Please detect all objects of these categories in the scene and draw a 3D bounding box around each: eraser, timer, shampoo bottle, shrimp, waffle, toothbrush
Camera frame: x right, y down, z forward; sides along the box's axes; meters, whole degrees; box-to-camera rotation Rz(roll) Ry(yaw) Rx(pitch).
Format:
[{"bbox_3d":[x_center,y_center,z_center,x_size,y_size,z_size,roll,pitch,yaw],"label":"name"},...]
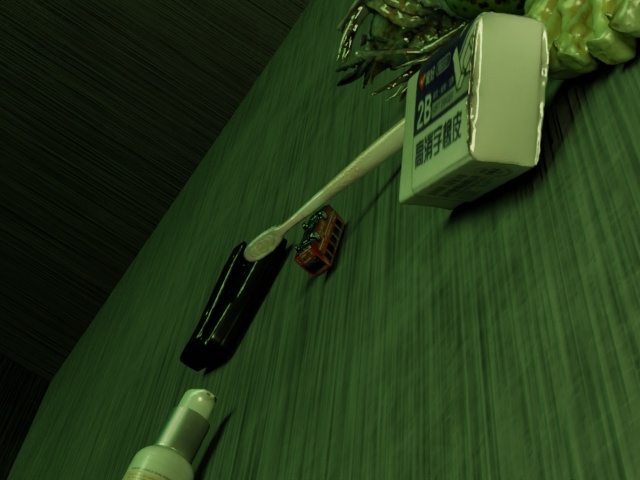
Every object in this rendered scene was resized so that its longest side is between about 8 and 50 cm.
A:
[{"bbox_3d":[0.123,-0.103,1.335,0.210,0.068,0.124,145,130,-74],"label":"eraser"},{"bbox_3d":[-0.119,0.078,2.086,0.187,0.055,0.144,-61,10,-21],"label":"timer"},{"bbox_3d":[-0.173,0.252,1.761,0.074,0.074,0.192,-43,19,55],"label":"shampoo bottle"},{"bbox_3d":[0.092,-0.259,1.776,0.372,0.172,0.137,-38,26,43],"label":"shrimp"},{"bbox_3d":[0.262,-0.257,1.278,0.292,0.056,0.309,-58,11,-5],"label":"waffle"},{"bbox_3d":[0.026,-0.067,1.761,0.307,0.025,0.029,-38,8,25],"label":"toothbrush"}]

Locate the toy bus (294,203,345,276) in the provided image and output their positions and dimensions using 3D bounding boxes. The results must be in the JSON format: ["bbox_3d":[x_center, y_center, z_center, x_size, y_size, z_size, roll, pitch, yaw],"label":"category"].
[{"bbox_3d":[0.000,0.000,1.786,0.031,0.043,0.110,-37,17,27],"label":"toy bus"}]

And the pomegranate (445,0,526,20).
[{"bbox_3d":[0.174,-0.246,1.566,0.122,0.122,0.161,-93,-1,-73],"label":"pomegranate"}]
